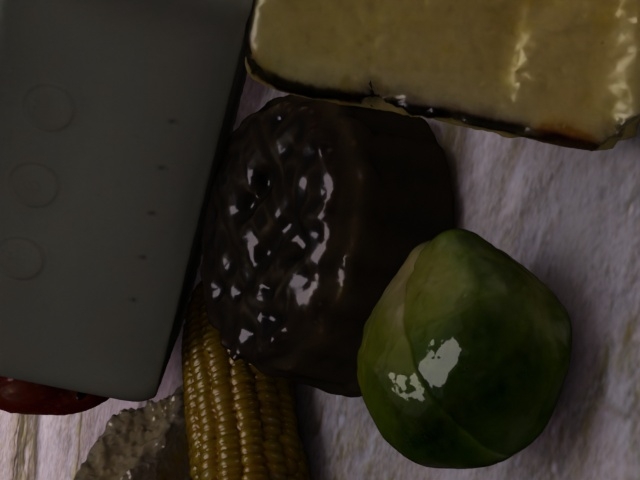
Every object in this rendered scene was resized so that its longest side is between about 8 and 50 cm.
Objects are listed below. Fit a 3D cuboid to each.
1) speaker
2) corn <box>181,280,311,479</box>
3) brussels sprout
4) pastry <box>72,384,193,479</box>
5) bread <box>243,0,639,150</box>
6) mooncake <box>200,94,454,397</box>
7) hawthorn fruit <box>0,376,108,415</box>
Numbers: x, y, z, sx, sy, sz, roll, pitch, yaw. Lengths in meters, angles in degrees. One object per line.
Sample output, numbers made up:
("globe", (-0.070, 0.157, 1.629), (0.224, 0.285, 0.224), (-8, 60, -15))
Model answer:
("speaker", (-0.172, -0.072, 1.576), (0.183, 0.184, 0.406), (-73, -1, -61))
("corn", (-0.063, 0.147, 1.571), (0.102, 0.102, 0.313), (-53, 37, 45))
("brussels sprout", (0.092, 0.074, 1.252), (0.155, 0.117, 0.155), (-43, 27, 29))
("pastry", (-0.172, 0.234, 1.665), (0.121, 0.089, 0.258), (92, -164, -50))
("bread", (0.089, -0.200, 1.205), (0.198, 0.236, 0.263), (13, 94, 65))
("mooncake", (0.000, 0.000, 1.461), (0.228, 0.124, 0.228), (-31, 54, 56))
("hawthorn fruit", (-0.254, 0.047, 1.825), (0.300, 0.254, 0.254), (-114, 41, -55))
